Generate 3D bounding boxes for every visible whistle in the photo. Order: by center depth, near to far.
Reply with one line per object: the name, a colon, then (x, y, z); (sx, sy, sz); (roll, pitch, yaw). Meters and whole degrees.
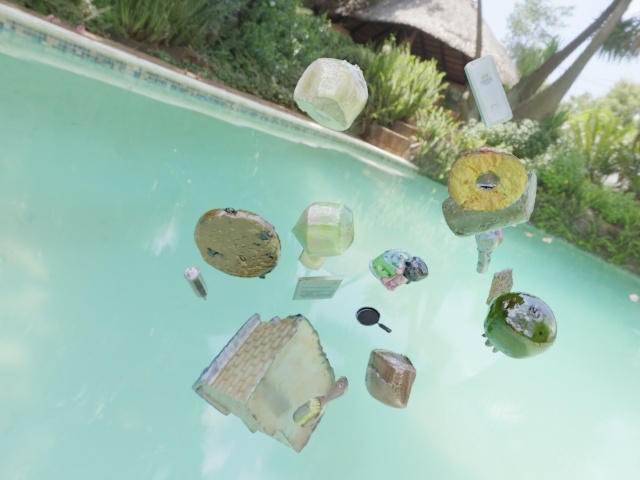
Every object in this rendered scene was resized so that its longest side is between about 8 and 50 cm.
whistle: (0.888, 0.032, 2.169); (0.133, 0.346, 0.142); (-30, 42, -28)

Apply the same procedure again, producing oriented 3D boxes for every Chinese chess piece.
Chinese chess piece: (0.000, 0.000, 1.793); (0.112, 0.270, 0.270); (28, 17, -1)

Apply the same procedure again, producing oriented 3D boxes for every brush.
brush: (-0.008, 0.534, 1.333); (0.067, 0.313, 0.072); (10, 44, -34)

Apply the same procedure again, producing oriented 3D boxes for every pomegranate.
pomegranate: (0.532, 0.244, 1.124); (0.187, 0.225, 0.187); (7, 56, -11)

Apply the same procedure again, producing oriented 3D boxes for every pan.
pan: (0.284, 0.427, 2.141); (0.136, 0.028, 0.235); (-27, 39, -29)

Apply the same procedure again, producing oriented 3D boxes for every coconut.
coconut: (0.008, -0.038, 1.482); (0.236, 0.205, 0.236); (1, -5, 0)
coconut: (0.058, -0.638, 1.743); (0.297, 0.255, 0.297); (26, 3, -1)

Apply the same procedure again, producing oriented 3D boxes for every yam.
yam: (0.589, -0.117, 1.395); (0.304, 0.168, 0.168); (-17, -8, 33)

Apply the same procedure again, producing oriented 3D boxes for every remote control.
remote control: (0.623, -0.551, 1.507); (0.034, 0.103, 0.250); (-59, 127, -80)

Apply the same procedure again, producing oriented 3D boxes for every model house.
model house: (-0.223, 0.520, 1.567); (0.400, 0.445, 0.395); (3, 43, 35)

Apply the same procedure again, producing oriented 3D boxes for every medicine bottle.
medicine bottle: (-0.444, 0.170, 1.489); (0.057, 0.199, 0.058); (-1, 53, 1)

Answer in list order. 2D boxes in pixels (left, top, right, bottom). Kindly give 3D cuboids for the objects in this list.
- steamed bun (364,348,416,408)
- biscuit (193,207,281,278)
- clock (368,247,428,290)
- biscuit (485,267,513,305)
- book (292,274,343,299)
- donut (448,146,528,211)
steamed bun: (0.317, 0.662, 1.990); (0.199, 0.251, 0.301); (22, -2, -15)
biscuit: (-0.255, 0.008, 1.272); (0.296, 0.296, 0.075); (21, 43, -11)
clock: (0.324, 0.115, 1.667); (0.194, 0.195, 0.100); (45, 40, -25)
biscuit: (0.700, 0.170, 1.556); (0.026, 0.131, 0.237); (24, 21, 39)
book: (-0.020, 0.234, 1.970); (0.214, 0.283, 0.025); (-2, 64, -9)
donut: (0.428, -0.163, 1.054); (0.190, 0.174, 0.074); (-7, 24, 21)
